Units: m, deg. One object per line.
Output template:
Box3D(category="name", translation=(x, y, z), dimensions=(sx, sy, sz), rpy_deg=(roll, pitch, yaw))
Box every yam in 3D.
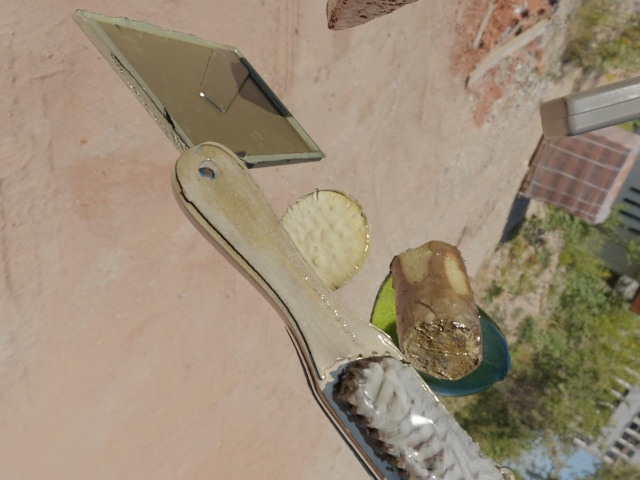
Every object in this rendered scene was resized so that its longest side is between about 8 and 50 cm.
Box3D(category="yam", translation=(0.185, 0.105, 0.931), dimensions=(0.238, 0.128, 0.129), rpy_deg=(-83, -161, -55))

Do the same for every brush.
Box3D(category="brush", translation=(0.009, 0.060, 0.373), dimensions=(0.070, 0.327, 0.065), rpy_deg=(-36, 172, -20))

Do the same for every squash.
Box3D(category="squash", translation=(0.306, 0.238, 1.397), dimensions=(0.310, 0.309, 0.310), rpy_deg=(-27, 121, -57))

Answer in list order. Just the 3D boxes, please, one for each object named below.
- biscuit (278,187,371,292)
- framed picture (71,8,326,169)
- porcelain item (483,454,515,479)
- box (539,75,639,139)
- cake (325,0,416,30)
Box3D(category="biscuit", translation=(0.000, 0.000, 0.774), dimensions=(0.152, 0.152, 0.020), rpy_deg=(-61, 150, 1))
Box3D(category="framed picture", translation=(-0.113, -0.163, 0.643), dimensions=(0.019, 0.209, 0.281), rpy_deg=(-43, 170, 24))
Box3D(category="porcelain item", translation=(0.248, 0.470, 1.137), dimensions=(0.138, 0.288, 0.186), rpy_deg=(-68, -165, -7))
Box3D(category="box", translation=(0.425, -0.191, 0.755), dimensions=(0.103, 0.244, 0.055), rpy_deg=(-83, 159, -83))
Box3D(category="cake", translation=(0.077, -0.277, 0.571), dimensions=(0.220, 0.117, 0.086), rpy_deg=(-157, -111, -83))
